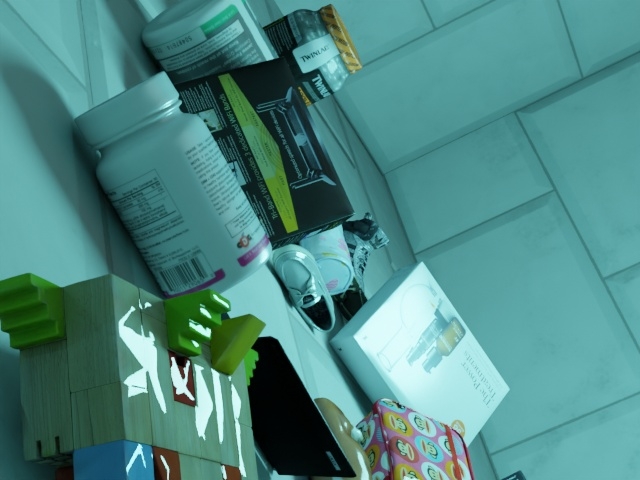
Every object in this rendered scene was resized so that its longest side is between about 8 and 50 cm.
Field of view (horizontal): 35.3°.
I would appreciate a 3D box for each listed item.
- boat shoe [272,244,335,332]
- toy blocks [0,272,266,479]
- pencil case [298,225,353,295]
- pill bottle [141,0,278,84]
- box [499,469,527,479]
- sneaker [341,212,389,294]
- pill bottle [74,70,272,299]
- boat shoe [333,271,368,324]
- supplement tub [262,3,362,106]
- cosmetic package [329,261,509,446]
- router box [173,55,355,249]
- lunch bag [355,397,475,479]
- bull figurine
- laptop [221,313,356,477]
[{"bbox_3d":[-0.024,0.100,2.001,0.227,0.079,0.081,59,7,-42],"label":"boat shoe"},{"bbox_3d":[-0.156,0.201,0.947,0.381,0.191,0.260,44,34,-64],"label":"toy blocks"},{"bbox_3d":[0.000,0.000,2.258,0.124,0.113,0.273,50,17,-37],"label":"pencil case"},{"bbox_3d":[-0.159,-0.281,1.885,0.361,0.204,0.204,60,12,-24],"label":"pill bottle"},{"bbox_3d":[0.397,0.613,2.054,0.247,0.163,0.142,57,8,-38],"label":"box"},{"bbox_3d":[0.104,0.038,2.564,0.101,0.153,0.268,52,16,-47],"label":"sneaker"},{"bbox_3d":[-0.196,-0.068,1.334,0.283,0.160,0.160,62,11,-13],"label":"pill bottle"},{"bbox_3d":[0.062,0.124,2.394,0.070,0.078,0.219,55,6,-44],"label":"boat shoe"},{"bbox_3d":[-0.083,-0.365,2.144,0.193,0.316,0.193,60,12,-22],"label":"supplement tub"},{"bbox_3d":[0.227,0.281,2.234,0.284,0.097,0.377,-44,103,-35],"label":"cosmetic package"},{"bbox_3d":[-0.114,-0.135,1.694,0.081,0.243,0.308,-36,-104,59],"label":"router box"},{"bbox_3d":[0.194,0.451,1.882,0.258,0.120,0.293,27,26,-19],"label":"lunch bag"},{"bbox_3d":[0.040,0.393,1.585,0.188,0.101,0.310,56,15,-56],"label":"bull figurine"},{"bbox_3d":[-0.059,0.202,1.438,0.234,0.137,0.264,62,11,-16],"label":"laptop"}]
